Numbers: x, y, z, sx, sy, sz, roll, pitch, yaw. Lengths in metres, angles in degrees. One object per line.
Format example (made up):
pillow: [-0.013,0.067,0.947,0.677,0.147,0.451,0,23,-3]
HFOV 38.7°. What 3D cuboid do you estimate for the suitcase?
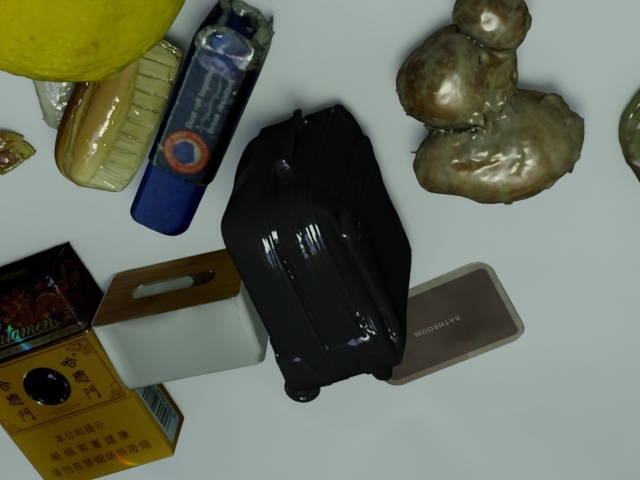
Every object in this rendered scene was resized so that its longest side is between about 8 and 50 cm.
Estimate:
suitcase: [0.000,0.000,1.281,0.188,0.345,0.339,-16,118,18]

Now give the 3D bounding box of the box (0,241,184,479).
box: [-0.451,0.226,1.573,0.264,0.116,0.415,-18,117,15]

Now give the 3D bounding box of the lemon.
lemon: [-0.324,-0.361,1.100,0.350,0.350,0.387,28,135,-11]

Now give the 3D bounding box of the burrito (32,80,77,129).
burrito: [-0.391,-0.257,1.324,0.087,0.060,0.226,-12,119,6]

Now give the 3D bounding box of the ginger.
ginger: [0.220,-0.193,1.260,0.245,0.155,0.304,-20,117,17]

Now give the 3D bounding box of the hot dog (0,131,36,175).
hot dog: [-0.529,-0.134,1.404,0.169,0.061,0.078,5,121,2]

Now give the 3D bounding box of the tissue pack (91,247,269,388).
tissue pack: [-0.215,0.124,1.474,0.246,0.159,0.136,-13,120,11]

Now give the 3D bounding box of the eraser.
eraser: [-0.169,-0.175,1.304,0.102,0.155,0.332,24,120,-8]

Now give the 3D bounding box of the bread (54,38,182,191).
bread: [-0.293,-0.186,1.284,0.106,0.140,0.236,21,97,-35]

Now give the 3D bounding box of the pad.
pad: [0.196,0.146,1.544,0.266,0.002,0.176,-25,115,17]

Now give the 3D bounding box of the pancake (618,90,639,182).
pancake: [0.588,-0.153,1.319,0.294,0.049,0.294,3,118,6]
